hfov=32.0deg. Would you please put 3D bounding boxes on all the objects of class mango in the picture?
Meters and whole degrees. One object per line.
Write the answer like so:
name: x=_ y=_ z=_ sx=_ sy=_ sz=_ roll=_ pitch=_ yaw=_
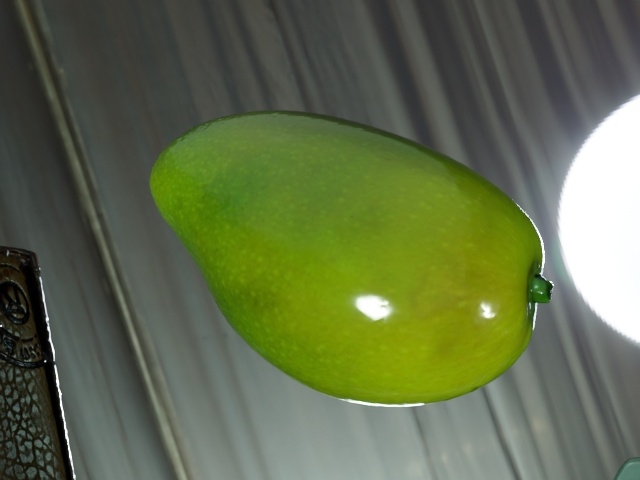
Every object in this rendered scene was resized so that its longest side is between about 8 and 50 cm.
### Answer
mango: x=0.000 y=0.000 z=0.813 sx=0.343 sy=0.156 sz=0.192 roll=26 pitch=-118 yaw=37

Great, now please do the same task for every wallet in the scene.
wallet: x=-0.210 y=0.113 z=0.719 sx=0.039 sy=0.243 sz=0.133 roll=-23 pitch=160 yaw=26

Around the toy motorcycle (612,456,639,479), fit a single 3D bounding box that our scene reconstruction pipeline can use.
toy motorcycle: x=0.478 y=0.329 z=1.173 sx=0.327 sy=0.199 sz=0.191 roll=10 pitch=168 yaw=40
